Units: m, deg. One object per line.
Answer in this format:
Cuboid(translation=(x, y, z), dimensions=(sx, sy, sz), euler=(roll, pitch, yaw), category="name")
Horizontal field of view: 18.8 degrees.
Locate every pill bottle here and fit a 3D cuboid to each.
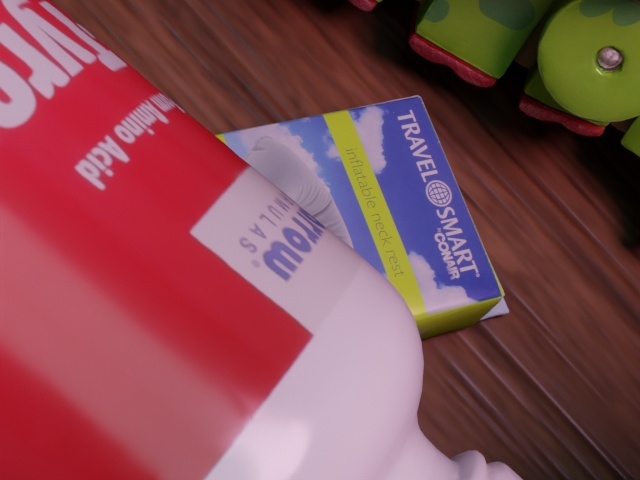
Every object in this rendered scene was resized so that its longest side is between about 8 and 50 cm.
Cuboid(translation=(-0.115, 0.045, 0.689), dimensions=(0.407, 0.229, 0.229), euler=(39, 58, -2), category="pill bottle")

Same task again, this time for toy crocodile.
Cuboid(translation=(0.073, -0.127, 0.931), dimensions=(0.340, 0.105, 0.115), euler=(33, 27, -4), category="toy crocodile")

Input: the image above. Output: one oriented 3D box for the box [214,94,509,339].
Cuboid(translation=(0.000, 0.000, 0.870), dimensions=(0.178, 0.042, 0.109), euler=(-13, 73, -27), category="box")
